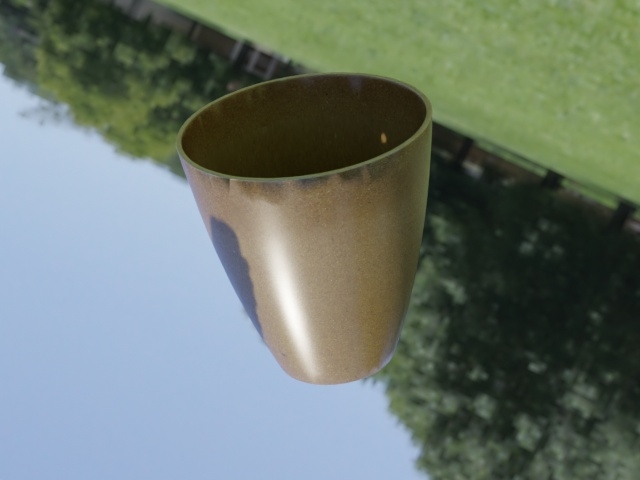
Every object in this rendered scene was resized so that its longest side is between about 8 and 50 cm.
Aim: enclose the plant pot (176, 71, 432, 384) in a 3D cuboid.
[{"bbox_3d":[0.000,0.000,1.497,0.237,0.254,0.237,-6,-151,3],"label":"plant pot"}]
